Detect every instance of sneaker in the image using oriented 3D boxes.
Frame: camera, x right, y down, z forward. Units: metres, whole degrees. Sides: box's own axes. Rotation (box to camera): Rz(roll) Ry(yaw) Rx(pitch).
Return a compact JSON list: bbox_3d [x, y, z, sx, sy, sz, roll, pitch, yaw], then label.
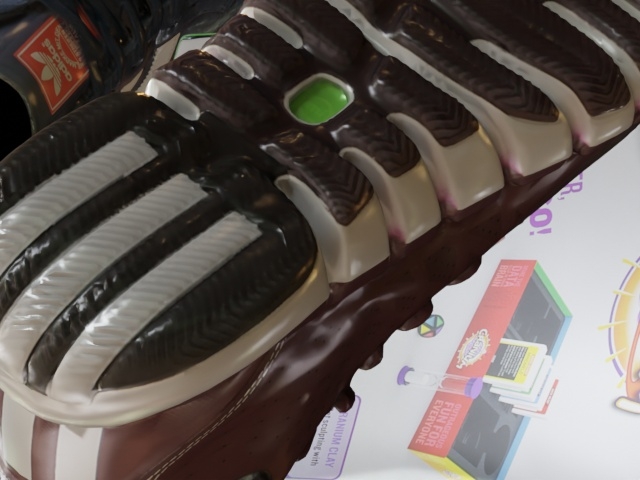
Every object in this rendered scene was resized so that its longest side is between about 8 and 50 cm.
[{"bbox_3d":[-0.135,-0.105,0.996,0.131,0.350,0.148,55,-11,-18],"label":"sneaker"},{"bbox_3d":[0.000,0.000,0.578,0.106,0.281,0.162,41,-40,22],"label":"sneaker"}]

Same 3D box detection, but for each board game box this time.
[{"bbox_3d":[0.058,0.019,0.761,0.316,0.242,0.064,-1,-34,28],"label":"board game box"}]
